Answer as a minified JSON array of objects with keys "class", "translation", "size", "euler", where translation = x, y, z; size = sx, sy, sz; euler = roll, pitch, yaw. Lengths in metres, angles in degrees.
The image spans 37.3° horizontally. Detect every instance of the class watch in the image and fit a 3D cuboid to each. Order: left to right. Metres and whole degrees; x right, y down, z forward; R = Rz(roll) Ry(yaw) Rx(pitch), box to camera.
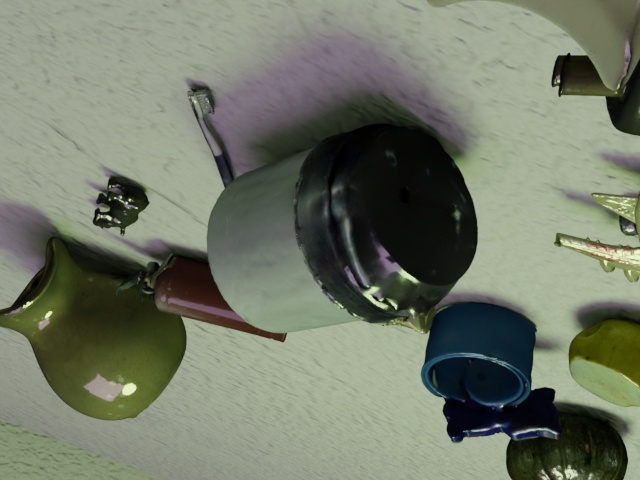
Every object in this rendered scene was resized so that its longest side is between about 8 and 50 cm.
[{"class":"watch","translation":[0.255,0.196,1.457],"size":[0.196,0.171,0.200],"euler":[-8,136,15]}]

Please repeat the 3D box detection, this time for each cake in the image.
[{"class":"cake","translation":[0.121,0.111,1.486],"size":[0.051,0.055,0.140],"euler":[28,167,-28]}]

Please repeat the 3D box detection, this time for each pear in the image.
[{"class":"pear","translation":[0.433,0.168,1.364],"size":[0.141,0.104,0.141],"euler":[33,158,16]}]

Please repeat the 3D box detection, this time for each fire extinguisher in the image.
[{"class":"fire extinguisher","translation":[-0.176,0.086,1.491],"size":[0.269,0.104,0.104],"euler":[15,153,1]}]

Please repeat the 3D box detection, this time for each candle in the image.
[{"class":"candle","translation":[0.000,0.000,1.120],"size":[0.221,0.221,0.343],"euler":[33,147,-32]}]

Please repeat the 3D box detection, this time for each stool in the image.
[{"class":"stool","translation":[0.267,-0.148,0.782],"size":[0.139,0.153,0.228],"euler":[11,153,6]}]

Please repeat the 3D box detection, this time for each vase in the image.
[{"class":"vase","translation":[-0.404,0.140,1.618],"size":[0.302,0.241,0.329],"euler":[41,171,-21]}]

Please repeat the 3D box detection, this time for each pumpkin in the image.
[{"class":"pumpkin","translation":[0.453,0.406,1.745],"size":[0.224,0.157,0.223],"euler":[1,149,1]}]

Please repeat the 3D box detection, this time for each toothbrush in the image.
[{"class":"toothbrush","translation":[-0.125,-0.101,1.204],"size":[0.026,0.024,0.288],"euler":[-4,150,4]}]

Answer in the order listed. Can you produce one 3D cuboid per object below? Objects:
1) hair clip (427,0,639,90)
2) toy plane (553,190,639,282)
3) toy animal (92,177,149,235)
[{"class":"hair clip","translation":[0.178,-0.260,0.632],"size":[0.173,0.113,0.282],"euler":[30,152,20]},{"class":"toy plane","translation":[0.396,0.010,1.091],"size":[0.229,0.092,0.244],"euler":[-6,148,29]},{"class":"toy animal","translation":[-0.293,-0.042,1.367],"size":[0.065,0.047,0.136],"euler":[18,148,-25]}]
